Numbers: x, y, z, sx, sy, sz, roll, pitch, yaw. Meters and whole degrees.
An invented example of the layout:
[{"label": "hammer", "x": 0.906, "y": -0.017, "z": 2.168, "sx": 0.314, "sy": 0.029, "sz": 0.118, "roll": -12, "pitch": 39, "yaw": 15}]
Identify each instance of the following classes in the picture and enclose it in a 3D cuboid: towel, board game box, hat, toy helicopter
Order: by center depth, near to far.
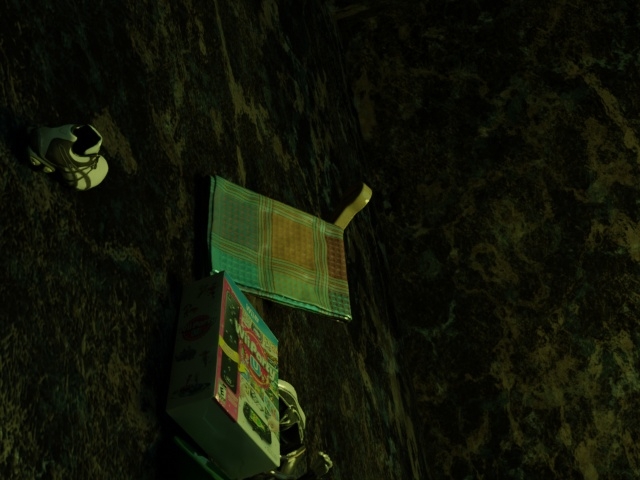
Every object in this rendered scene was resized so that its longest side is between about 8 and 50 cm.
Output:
[{"label": "hat", "x": -0.214, "y": 0.447, "z": 1.338, "sx": 0.208, "sy": 0.183, "sz": 0.173, "roll": 35, "pitch": -12, "yaw": 18}, {"label": "board game box", "x": -0.166, "y": 0.239, "z": 1.512, "sx": 0.303, "sy": 0.097, "sz": 0.224, "roll": -95, "pitch": 158, "yaw": -50}, {"label": "towel", "x": -0.091, "y": 0.019, "z": 1.804, "sx": 0.370, "sy": 0.040, "sz": 0.271, "roll": 20, "pitch": 48, "yaw": -31}, {"label": "toy helicopter", "x": 0.000, "y": 0.000, "z": 2.070, "sx": 0.140, "sy": 0.355, "sz": 0.235, "roll": 42, "pitch": -10, "yaw": -23}]

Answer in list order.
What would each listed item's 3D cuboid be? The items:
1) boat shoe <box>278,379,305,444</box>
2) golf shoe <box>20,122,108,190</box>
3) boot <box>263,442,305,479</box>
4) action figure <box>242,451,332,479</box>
[{"label": "boat shoe", "x": -0.080, "y": 0.376, "z": 1.819, "sx": 0.219, "sy": 0.077, "sz": 0.070, "roll": 63, "pitch": 18, "yaw": -46}, {"label": "golf shoe", "x": -0.352, "y": -0.124, "z": 1.239, "sx": 0.198, "sy": 0.094, "sz": 0.077, "roll": 20, "pitch": 56, "yaw": -75}, {"label": "boot", "x": -0.082, "y": 0.506, "z": 1.723, "sx": 0.198, "sy": 0.077, "sz": 0.137, "roll": -16, "pitch": 96, "yaw": -63}, {"label": "action figure", "x": -0.037, "y": 0.476, "z": 1.578, "sx": 0.276, "sy": 0.141, "sz": 0.164, "roll": 56, "pitch": 5, "yaw": -26}]
